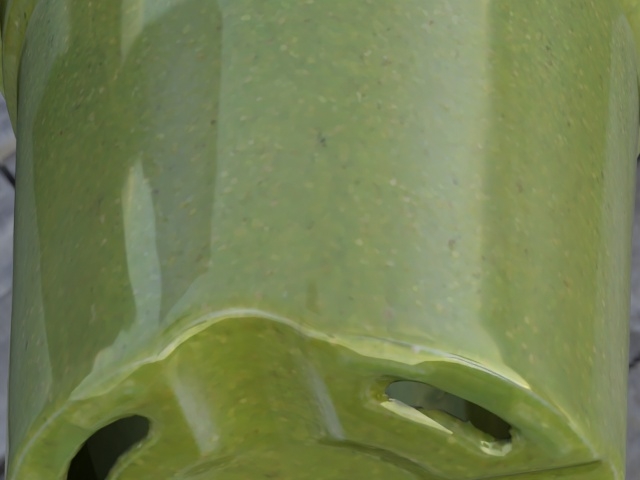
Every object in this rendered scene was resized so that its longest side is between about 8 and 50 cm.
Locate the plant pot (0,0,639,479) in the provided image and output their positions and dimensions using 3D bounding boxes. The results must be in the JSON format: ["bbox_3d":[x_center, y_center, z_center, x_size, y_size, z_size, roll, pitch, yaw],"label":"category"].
[{"bbox_3d":[0.000,0.000,0.574,0.276,0.276,0.254,-7,44,9],"label":"plant pot"}]
